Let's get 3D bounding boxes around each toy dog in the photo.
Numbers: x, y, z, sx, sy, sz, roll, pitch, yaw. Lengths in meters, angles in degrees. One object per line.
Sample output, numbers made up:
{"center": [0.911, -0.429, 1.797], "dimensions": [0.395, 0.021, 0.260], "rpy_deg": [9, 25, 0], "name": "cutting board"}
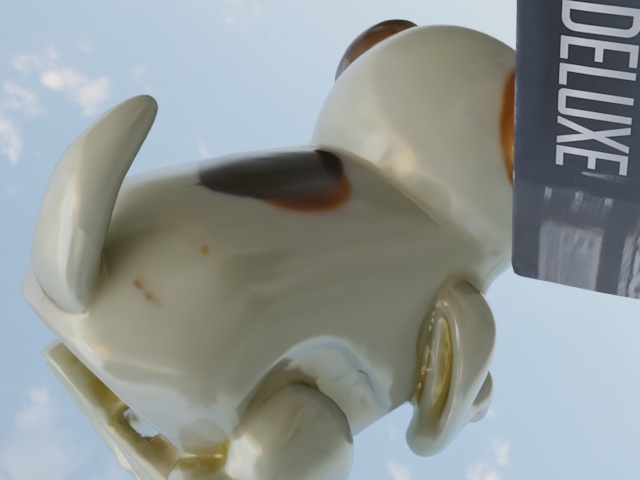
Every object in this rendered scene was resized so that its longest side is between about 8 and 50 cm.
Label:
{"center": [0.000, 0.000, 0.798], "dimensions": [0.284, 0.408, 0.395], "rpy_deg": [24, 146, 51], "name": "toy dog"}

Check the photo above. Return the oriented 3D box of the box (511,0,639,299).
{"center": [0.143, -0.167, 0.416], "dimensions": [0.076, 0.242, 0.307], "rpy_deg": [9, -135, 19], "name": "box"}
